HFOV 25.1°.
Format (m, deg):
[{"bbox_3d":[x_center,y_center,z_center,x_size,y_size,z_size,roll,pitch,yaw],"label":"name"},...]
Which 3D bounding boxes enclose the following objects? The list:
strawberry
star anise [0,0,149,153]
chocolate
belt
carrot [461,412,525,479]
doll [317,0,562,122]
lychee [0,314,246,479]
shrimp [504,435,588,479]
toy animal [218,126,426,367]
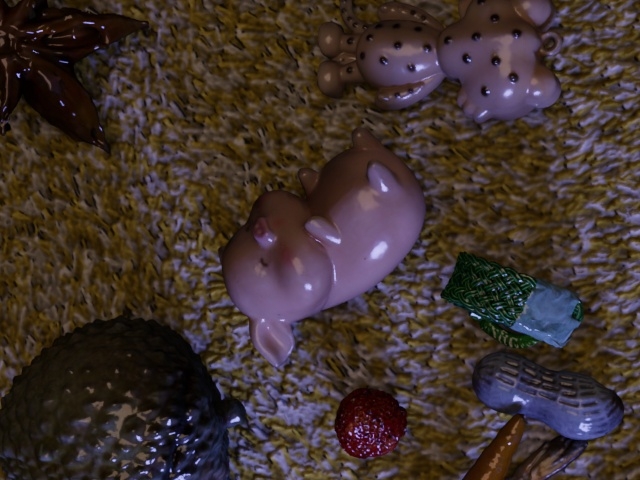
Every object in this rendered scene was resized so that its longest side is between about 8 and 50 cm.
[{"bbox_3d":[0.052,0.199,1.581,0.083,0.096,0.083,-6,78,26],"label":"strawberry"},{"bbox_3d":[-0.342,-0.255,1.666,0.237,0.148,0.346,-30,78,-15],"label":"star anise"},{"bbox_3d":[0.245,0.168,1.557,0.167,0.072,0.072,19,89,11],"label":"chocolate"},{"bbox_3d":[0.204,0.073,1.546,0.151,0.121,0.079,20,88,6],"label":"belt"},{"bbox_3d":[0.136,0.331,1.558,0.069,0.069,0.336,27,97,11],"label":"carrot"},{"bbox_3d":[0.131,-0.212,1.592,0.278,0.119,0.154,8,87,21],"label":"doll"},{"bbox_3d":[-0.214,0.207,1.543,0.274,0.255,0.255,-10,84,0],"label":"lychee"},{"bbox_3d":[0.324,0.266,1.548,0.296,0.058,0.169,-35,78,10],"label":"shrimp"},{"bbox_3d":[0.001,-0.002,1.576,0.250,0.166,0.154,-33,124,12],"label":"toy animal"}]
